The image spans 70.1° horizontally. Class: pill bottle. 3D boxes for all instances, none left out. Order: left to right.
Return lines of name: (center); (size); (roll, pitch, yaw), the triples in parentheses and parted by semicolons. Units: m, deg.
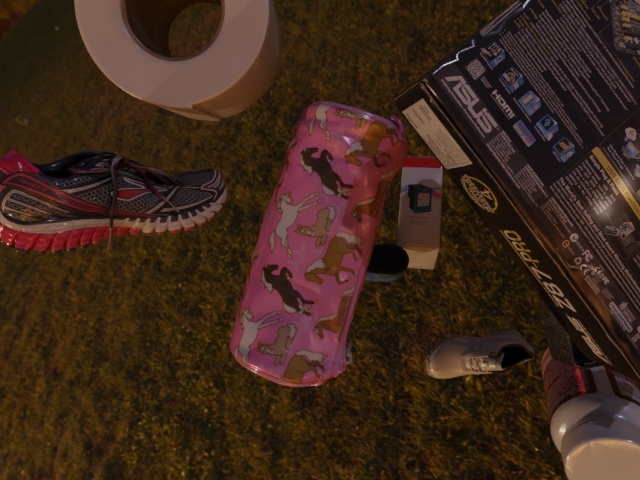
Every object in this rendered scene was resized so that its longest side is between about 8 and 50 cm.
pill bottle: (0.689, 0.426, 1.138); (0.224, 0.223, 0.392); (-21, 12, 27)

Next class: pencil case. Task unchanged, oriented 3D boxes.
pencil case: (0.000, 0.000, 0.641); (0.160, 0.167, 0.385); (-168, 93, -70)

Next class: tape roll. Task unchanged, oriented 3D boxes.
tape roll: (-0.183, -0.302, 0.645); (0.246, 0.246, 0.169); (-44, 6, 7)

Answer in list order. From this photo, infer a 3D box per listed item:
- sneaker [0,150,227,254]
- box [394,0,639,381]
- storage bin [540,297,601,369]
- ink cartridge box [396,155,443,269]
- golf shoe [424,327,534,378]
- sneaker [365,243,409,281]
sneaker: (-0.256, -0.067, 0.610); (0.121, 0.299, 0.111); (24, 118, 39)
box: (0.323, -0.101, 0.494); (0.318, 0.394, 0.097); (-41, 8, -4)
storage bin: (0.557, 0.169, 0.971); (0.122, 0.084, 0.179); (-9, 90, -6)
ink cartridge box: (0.195, -0.072, 0.893); (0.078, 0.134, 0.230); (4, 71, 11)
golf shoe: (0.264, 0.192, 0.757); (0.177, 0.069, 0.086); (-17, 6, -2)
sneaker: (0.041, 0.036, 0.771); (0.210, 0.082, 0.069); (9, 68, -5)
